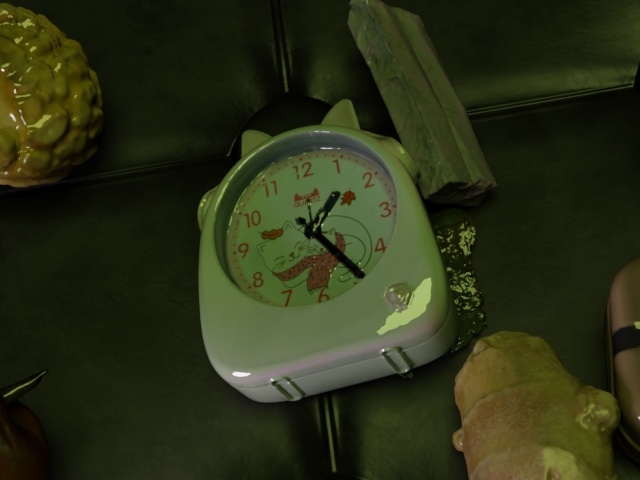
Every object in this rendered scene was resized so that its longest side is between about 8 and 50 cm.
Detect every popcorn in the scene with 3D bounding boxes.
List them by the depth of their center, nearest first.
[{"bbox_3d":[-0.389,-0.175,1.394,0.250,0.190,0.250,-4,72,11],"label":"popcorn"}]

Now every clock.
[{"bbox_3d":[0.000,0.000,1.254,0.265,0.108,0.324,-15,60,13],"label":"clock"}]

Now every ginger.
[{"bbox_3d":[0.209,0.248,1.086,0.189,0.126,0.354,-21,59,35],"label":"ginger"}]

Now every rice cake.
[{"bbox_3d":[0.119,-0.166,1.358,0.050,0.106,0.298,-44,53,35],"label":"rice cake"}]

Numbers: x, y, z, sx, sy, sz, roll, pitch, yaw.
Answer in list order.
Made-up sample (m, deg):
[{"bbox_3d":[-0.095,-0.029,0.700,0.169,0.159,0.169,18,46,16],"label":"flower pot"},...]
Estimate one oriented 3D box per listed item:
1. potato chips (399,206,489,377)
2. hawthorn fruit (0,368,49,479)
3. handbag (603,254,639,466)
[{"bbox_3d":[0.125,0.058,1.271,0.142,0.026,0.209,28,68,19],"label":"potato chips"},{"bbox_3d":[-0.398,0.216,1.133,0.300,0.268,0.268,-25,60,-10],"label":"hawthorn fruit"},{"bbox_3d":[0.424,0.154,1.098,0.301,0.149,0.283,5,65,12],"label":"handbag"}]
